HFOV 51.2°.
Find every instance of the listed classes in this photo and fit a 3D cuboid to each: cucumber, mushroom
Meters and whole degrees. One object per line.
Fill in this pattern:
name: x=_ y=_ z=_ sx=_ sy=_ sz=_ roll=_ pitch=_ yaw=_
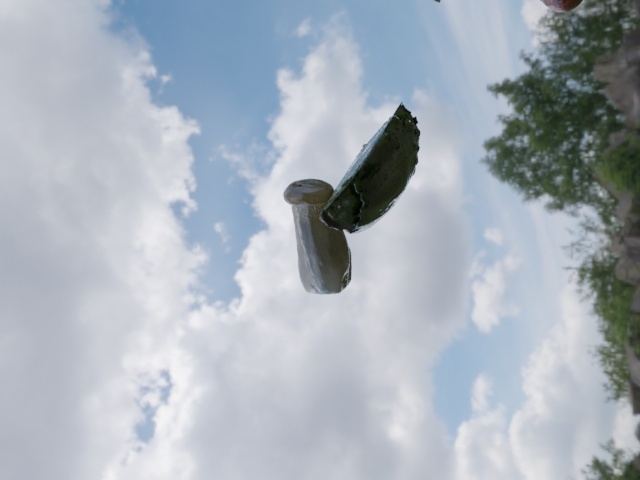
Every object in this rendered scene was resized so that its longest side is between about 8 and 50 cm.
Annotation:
cucumber: x=0.099 y=-0.108 z=1.094 sx=0.105 sy=0.145 sz=0.325 roll=41 pitch=-147 yaw=-3
mushroom: x=0.001 y=0.009 z=1.129 sx=0.108 sy=0.096 sz=0.247 roll=-96 pitch=-4 yaw=-49

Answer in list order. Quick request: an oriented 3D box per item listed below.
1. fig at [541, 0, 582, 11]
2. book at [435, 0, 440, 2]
fig: x=0.644 y=-0.682 z=1.787 sx=0.150 sy=0.128 sz=0.128 roll=-108 pitch=-8 yaw=-49
book: x=0.264 y=-0.755 z=1.569 sx=0.018 sy=0.228 sz=0.322 roll=-7 pitch=-52 yaw=-33
